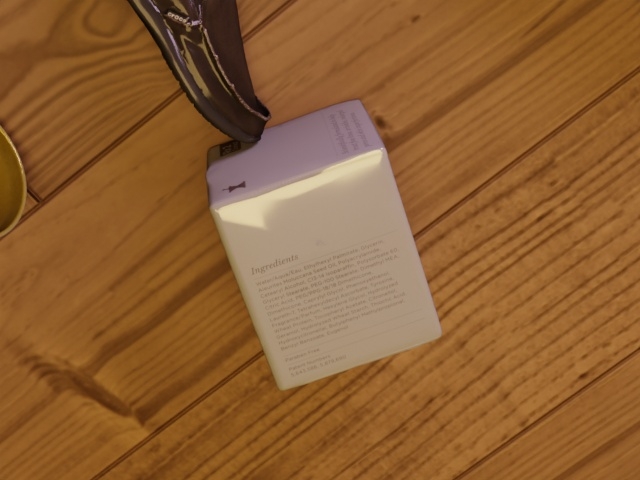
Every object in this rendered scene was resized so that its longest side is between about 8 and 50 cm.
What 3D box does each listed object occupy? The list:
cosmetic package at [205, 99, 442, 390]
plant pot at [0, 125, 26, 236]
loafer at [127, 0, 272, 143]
[{"bbox_3d":[0.000,0.000,0.977,0.152,0.151,0.183,-18,114,1],"label":"cosmetic package"},{"bbox_3d":[-0.332,-0.046,0.945,0.095,0.134,0.134,-24,115,30],"label":"plant pot"},{"bbox_3d":[-0.099,-0.179,0.932,0.078,0.080,0.220,-32,112,7],"label":"loafer"}]
